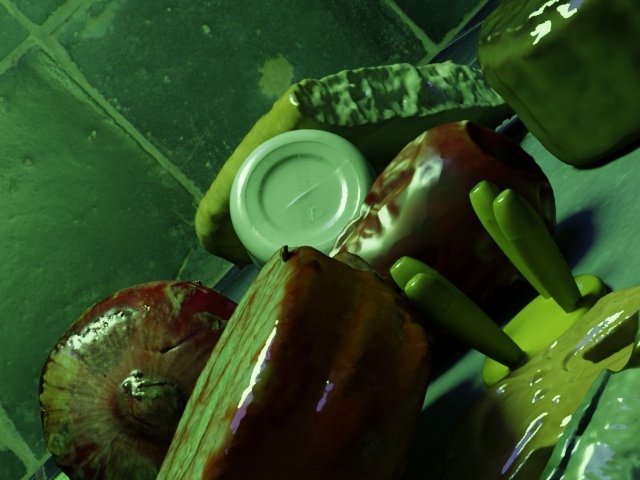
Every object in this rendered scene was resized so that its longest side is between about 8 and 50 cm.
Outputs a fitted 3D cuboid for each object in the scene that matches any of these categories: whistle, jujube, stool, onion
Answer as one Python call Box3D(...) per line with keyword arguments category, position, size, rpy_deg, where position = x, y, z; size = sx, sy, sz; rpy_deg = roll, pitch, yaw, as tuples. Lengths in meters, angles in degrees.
Box3D(category="whistle", position=(0.201, 0.035, 0.565), size=(0.326, 0.068, 0.057), rpy_deg=(-49, -37, -27))
Box3D(category="jujube", position=(0.093, 0.009, 0.951), size=(0.230, 0.155, 0.155), rpy_deg=(-45, 7, 15))
Box3D(category="stool", position=(0.125, 0.032, 0.784), size=(0.134, 0.110, 0.135), rpy_deg=(-38, 9, 48))
Box3D(category="onion", position=(-0.158, 0.159, 1.114), size=(0.246, 0.246, 0.190), rpy_deg=(-46, 5, -5))

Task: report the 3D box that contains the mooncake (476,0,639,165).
Box3D(category="mooncake", position=(0.292, -0.220, 1.069), size=(0.290, 0.161, 0.290), rpy_deg=(-43, 9, 9))

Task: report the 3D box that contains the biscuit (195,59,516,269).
Box3D(category="biscuit", position=(0.042, -0.102, 1.463), size=(0.429, 0.104, 0.446), rpy_deg=(-18, -17, -34))

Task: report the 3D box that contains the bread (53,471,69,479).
Box3D(category="bread", position=(-0.324, 0.393, 1.207), size=(0.382, 0.129, 0.366), rpy_deg=(-44, 5, 4))

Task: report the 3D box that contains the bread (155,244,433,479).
Box3D(category="bread", position=(-0.035, 0.148, 0.749), size=(0.295, 0.114, 0.327), rpy_deg=(-64, 8, 2))

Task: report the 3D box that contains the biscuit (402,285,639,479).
Box3D(category="biscuit", position=(0.120, 0.114, 0.675), size=(0.236, 0.040, 0.144), rpy_deg=(-40, 3, 20))

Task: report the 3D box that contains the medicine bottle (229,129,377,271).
Box3D(category="medicine bottle", position=(0.000, 0.000, 1.260), size=(0.157, 0.157, 0.288), rpy_deg=(-46, -19, -9))
